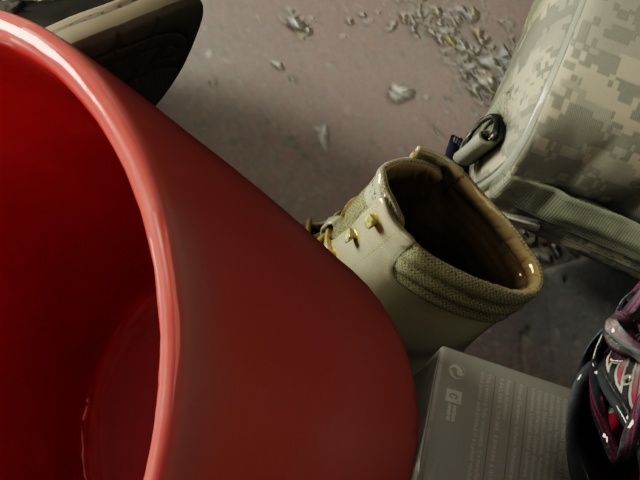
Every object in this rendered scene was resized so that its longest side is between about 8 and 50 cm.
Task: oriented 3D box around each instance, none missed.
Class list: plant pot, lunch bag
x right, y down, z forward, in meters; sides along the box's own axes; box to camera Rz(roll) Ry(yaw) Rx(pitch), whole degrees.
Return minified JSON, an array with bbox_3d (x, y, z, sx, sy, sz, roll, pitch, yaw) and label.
[{"bbox_3d":[-0.097,0.071,0.574,0.243,0.275,0.275,22,41,-58],"label":"plant pot"},{"bbox_3d":[0.254,-0.077,0.855,0.305,0.212,0.256,25,57,-2],"label":"lunch bag"}]

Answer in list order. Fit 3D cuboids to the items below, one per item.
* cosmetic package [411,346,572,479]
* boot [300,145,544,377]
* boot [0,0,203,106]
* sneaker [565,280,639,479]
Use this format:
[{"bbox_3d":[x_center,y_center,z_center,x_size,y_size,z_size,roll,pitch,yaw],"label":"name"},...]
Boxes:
[{"bbox_3d":[0.141,0.153,0.722,0.238,0.127,0.107,20,56,-7],"label":"cosmetic package"},{"bbox_3d":[0.000,0.000,0.736,0.213,0.165,0.077,35,53,0],"label":"boot"},{"bbox_3d":[-0.271,-0.121,0.726,0.284,0.138,0.377,43,50,13],"label":"boot"},{"bbox_3d":[0.179,0.047,0.648,0.112,0.121,0.299,17,59,-7],"label":"sneaker"}]
